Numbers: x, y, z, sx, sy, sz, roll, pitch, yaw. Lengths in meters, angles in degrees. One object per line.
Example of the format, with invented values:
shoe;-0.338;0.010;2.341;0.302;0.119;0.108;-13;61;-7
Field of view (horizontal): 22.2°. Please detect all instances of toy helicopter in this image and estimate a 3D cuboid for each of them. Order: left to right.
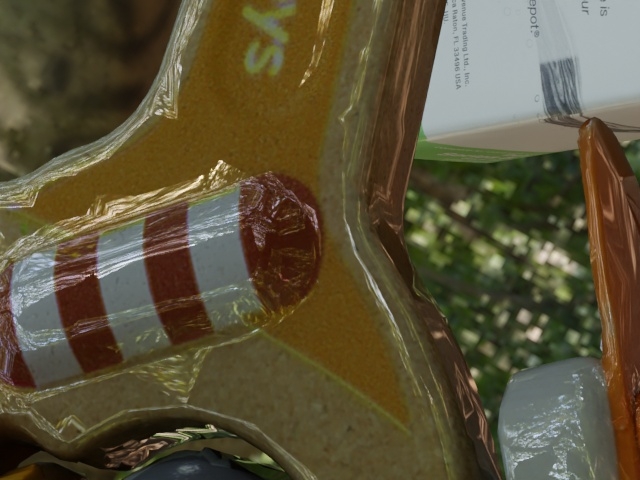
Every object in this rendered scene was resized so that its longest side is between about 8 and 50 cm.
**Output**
toy helicopter;0.000;0.000;0.354;0.140;0.235;0.355;26;-102;-62

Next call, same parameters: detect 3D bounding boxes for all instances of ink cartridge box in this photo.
ink cartridge box;0.138;-0.151;0.809;0.273;0.115;0.198;-5;84;50
